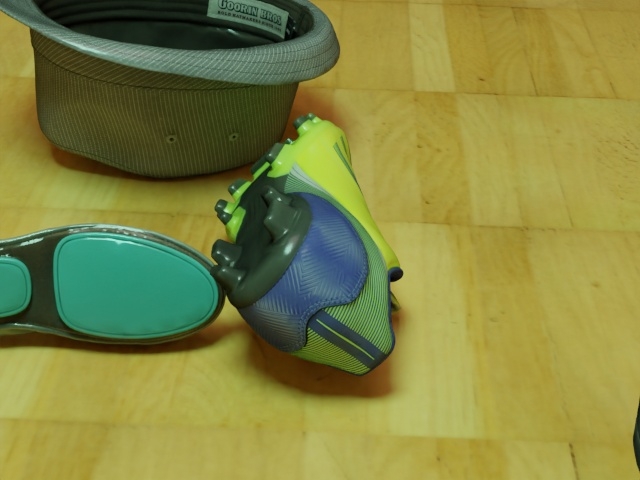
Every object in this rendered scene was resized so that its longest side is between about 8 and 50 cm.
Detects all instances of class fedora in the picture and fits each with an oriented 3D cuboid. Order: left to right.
[{"bbox_3d":[-0.125,-0.128,0.980,0.275,0.124,0.244,-5,30,-29],"label":"fedora"}]

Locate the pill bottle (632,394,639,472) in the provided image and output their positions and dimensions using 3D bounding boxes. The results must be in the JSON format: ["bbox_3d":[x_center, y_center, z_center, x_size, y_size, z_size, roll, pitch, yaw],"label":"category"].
[{"bbox_3d":[0.207,0.050,0.544,0.130,0.246,0.130,2,30,-1],"label":"pill bottle"}]

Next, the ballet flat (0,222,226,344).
[{"bbox_3d":[-0.164,0.024,0.764,0.213,0.072,0.068,0,5,-7],"label":"ballet flat"}]

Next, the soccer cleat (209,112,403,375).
[{"bbox_3d":[-0.001,0.001,0.816,0.121,0.093,0.289,41,15,-12],"label":"soccer cleat"}]
